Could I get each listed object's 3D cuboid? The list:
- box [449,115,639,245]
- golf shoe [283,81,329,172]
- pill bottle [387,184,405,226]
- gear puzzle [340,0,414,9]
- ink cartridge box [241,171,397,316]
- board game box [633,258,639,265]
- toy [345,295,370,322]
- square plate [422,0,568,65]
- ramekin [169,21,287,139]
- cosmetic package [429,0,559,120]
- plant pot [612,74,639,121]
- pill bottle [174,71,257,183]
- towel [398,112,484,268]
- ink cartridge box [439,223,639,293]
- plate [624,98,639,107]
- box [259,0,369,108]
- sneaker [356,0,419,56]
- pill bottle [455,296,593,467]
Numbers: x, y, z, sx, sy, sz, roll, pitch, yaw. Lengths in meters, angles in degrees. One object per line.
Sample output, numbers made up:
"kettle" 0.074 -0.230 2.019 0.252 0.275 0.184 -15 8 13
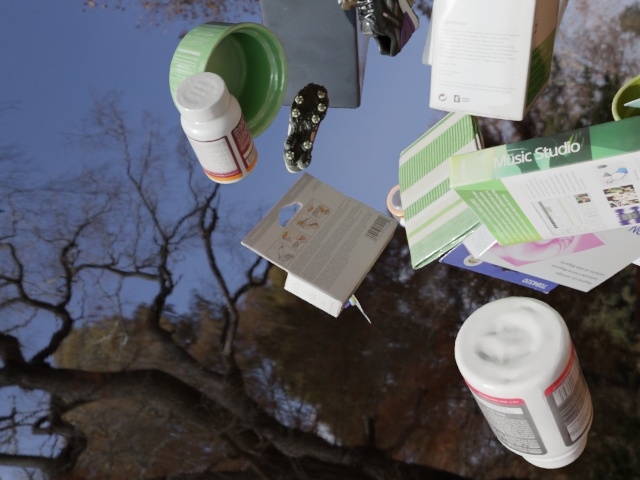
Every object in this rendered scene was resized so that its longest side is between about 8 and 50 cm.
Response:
"box" 0.374 -0.079 1.005 0.232 0.322 0.058 36 -130 -52
"golf shoe" -0.054 -0.328 2.073 0.120 0.105 0.273 137 151 -76
"pill bottle" 0.276 -0.086 1.927 0.245 0.130 0.130 15 -94 -54
"gear puzzle" 0.202 -0.687 1.842 0.339 0.044 0.175 -13 -38 -32
"ink cartridge box" 0.000 0.000 1.630 0.296 0.261 0.066 -51 -15 -40
"board game box" 0.759 -0.007 1.835 0.318 0.318 0.066 6 -74 -47
"toy" 0.032 0.115 1.828 0.056 0.237 0.137 -35 -34 -1
"square plate" 0.466 -0.585 1.876 0.049 0.347 0.344 -78 -5 -46
"ramekin" -0.240 -0.413 1.820 0.303 0.148 0.303 -29 -50 -41
"cosmetic package" 0.263 -0.386 1.036 0.197 0.155 0.365 -46 -38 -49
"plant pot" 0.806 -0.213 1.575 0.276 0.276 0.254 -60 -41 -33
"pill bottle" -0.208 -0.223 1.424 0.221 0.121 0.121 72 -142 -56
"towel" 0.275 -0.127 1.565 0.038 0.248 0.325 24 -135 -34
"ink cartridge box" 0.459 0.009 1.373 0.324 0.330 0.071 15 -134 -29
"plate" 0.734 -0.309 1.482 0.188 0.188 0.024 -22 -86 -58
"box" 0.006 -0.763 2.291 0.480 0.297 0.472 82 -167 -55
"sneaker" 0.134 -0.554 1.686 0.283 0.107 0.124 41 -106 -42
"pill bottle" 0.351 0.251 1.179 0.318 0.176 0.176 57 -131 -40
